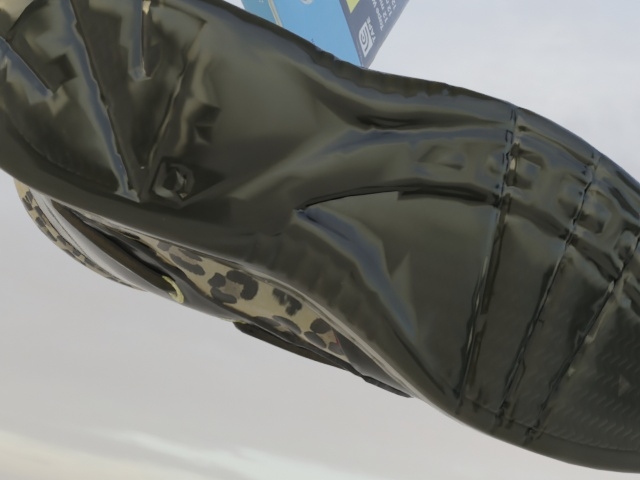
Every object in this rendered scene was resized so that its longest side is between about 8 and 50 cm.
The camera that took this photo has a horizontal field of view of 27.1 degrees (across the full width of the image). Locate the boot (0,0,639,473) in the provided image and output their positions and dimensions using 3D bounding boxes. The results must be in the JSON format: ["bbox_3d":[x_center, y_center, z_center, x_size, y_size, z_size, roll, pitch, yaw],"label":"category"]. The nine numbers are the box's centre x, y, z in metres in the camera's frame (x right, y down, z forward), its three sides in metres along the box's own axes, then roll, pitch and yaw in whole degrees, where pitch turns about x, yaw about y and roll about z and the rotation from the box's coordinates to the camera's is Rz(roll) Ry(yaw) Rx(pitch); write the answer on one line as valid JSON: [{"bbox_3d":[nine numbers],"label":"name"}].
[{"bbox_3d":[0.000,-0.002,0.433,0.236,0.085,0.178,25,-9,-9],"label":"boot"}]

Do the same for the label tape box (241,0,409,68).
[{"bbox_3d":[-0.019,-0.270,0.972,0.115,0.348,0.249,-3,-54,29],"label":"label tape box"}]
